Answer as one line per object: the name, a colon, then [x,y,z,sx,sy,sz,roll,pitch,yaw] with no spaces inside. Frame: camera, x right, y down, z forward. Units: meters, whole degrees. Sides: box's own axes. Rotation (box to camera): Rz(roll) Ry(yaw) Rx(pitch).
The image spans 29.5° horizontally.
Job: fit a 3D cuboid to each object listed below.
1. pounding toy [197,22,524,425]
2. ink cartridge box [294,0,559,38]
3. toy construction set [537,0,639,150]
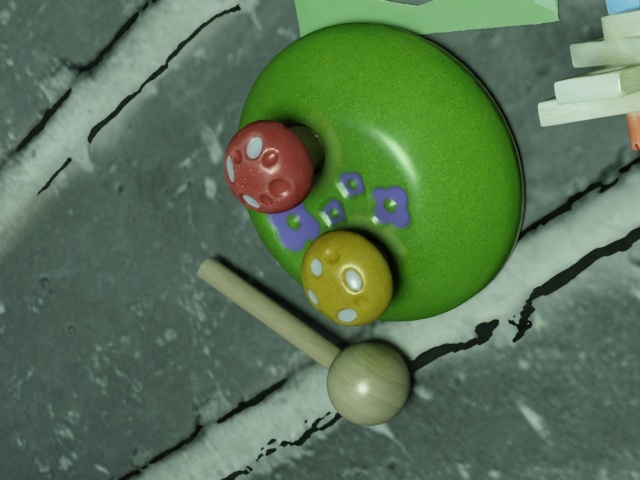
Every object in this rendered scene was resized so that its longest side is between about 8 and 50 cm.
pounding toy: [0.000,0.000,0.693,0.183,0.110,0.237,34,127,15]
ink cartridge box: [0.022,-0.217,0.622,0.171,0.056,0.235,1,110,35]
toy construction set: [0.148,-0.186,0.481,0.215,0.151,0.328,-11,114,13]
